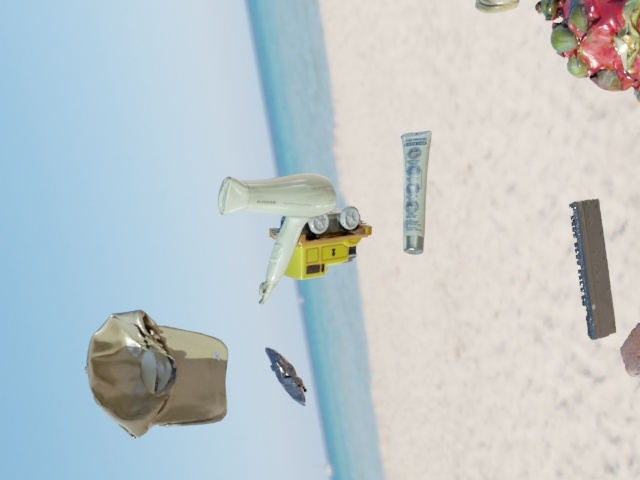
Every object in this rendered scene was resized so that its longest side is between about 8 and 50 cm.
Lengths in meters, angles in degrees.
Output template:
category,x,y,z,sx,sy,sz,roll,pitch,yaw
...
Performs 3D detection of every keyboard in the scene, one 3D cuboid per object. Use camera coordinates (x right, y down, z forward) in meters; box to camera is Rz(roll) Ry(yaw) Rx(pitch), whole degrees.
category,x,y,z,sx,sy,sz,roll,pitch,yaw
keyboard,0.382,0.039,1.421,0.018,0.060,0.195,-7,90,52

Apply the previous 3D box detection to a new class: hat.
category,x,y,z,sx,sy,sz,roll,pitch,yaw
hat,-0.190,0.170,1.214,0.085,0.175,0.147,-15,66,47

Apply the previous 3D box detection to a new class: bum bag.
category,x,y,z,sx,sy,sz,roll,pitch,yaw
bum bag,-0.058,0.238,1.776,0.124,0.034,0.058,55,163,-9

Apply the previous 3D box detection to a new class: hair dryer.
category,x,y,z,sx,sy,sz,roll,pitch,yaw
hair dryer,-0.089,0.003,1.648,0.075,0.206,0.237,37,122,44

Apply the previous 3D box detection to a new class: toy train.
category,x,y,z,sx,sy,sz,roll,pitch,yaw
toy train,0.000,0.000,1.814,0.089,0.219,0.127,12,105,46

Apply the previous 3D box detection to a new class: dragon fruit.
category,x,y,z,sx,sy,sz,roll,pitch,yaw
dragon fruit,0.425,-0.309,1.357,0.237,0.231,0.302,-56,13,17

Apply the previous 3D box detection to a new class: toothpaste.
category,x,y,z,sx,sy,sz,roll,pitch,yaw
toothpaste,0.174,-0.092,1.870,0.039,0.062,0.239,34,-125,-59

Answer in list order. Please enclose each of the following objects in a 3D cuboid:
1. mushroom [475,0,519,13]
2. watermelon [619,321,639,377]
category,x,y,z,sx,sy,sz,roll,pitch,yaw
mushroom,0.274,-0.488,1.489,0.097,0.109,0.351,-46,-24,-35
watermelon,0.663,0.204,1.845,0.318,0.226,0.148,61,-161,-53
